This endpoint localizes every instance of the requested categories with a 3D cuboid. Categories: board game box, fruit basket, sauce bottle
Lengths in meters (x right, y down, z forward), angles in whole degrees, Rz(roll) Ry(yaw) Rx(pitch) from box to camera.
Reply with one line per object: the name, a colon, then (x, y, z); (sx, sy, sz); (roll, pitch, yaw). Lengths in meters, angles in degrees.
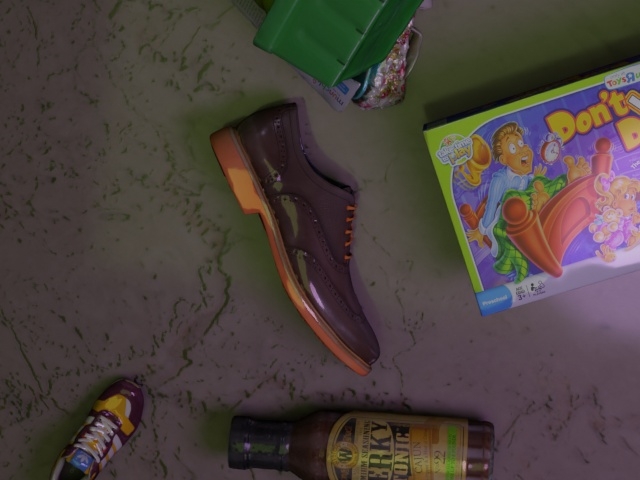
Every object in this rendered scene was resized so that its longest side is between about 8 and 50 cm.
board game box: (0.318, -0.076, 1.477); (0.347, 0.078, 0.233); (-18, 99, 9)
fruit basket: (-0.022, -0.370, 1.443); (0.353, 0.165, 0.327); (52, 139, 16)
sauce bottle: (0.052, 0.278, 1.650); (0.344, 0.111, 0.111); (2, 102, 4)

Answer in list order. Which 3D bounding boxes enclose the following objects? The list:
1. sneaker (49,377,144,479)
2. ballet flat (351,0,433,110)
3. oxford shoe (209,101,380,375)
sneaker: (-0.299, 0.271, 1.692); (0.069, 0.084, 0.185); (32, 103, -2)
ballet flat: (0.094, -0.275, 1.559); (0.077, 0.091, 0.241); (7, 109, -28)
oxford shoe: (0.000, 0.000, 1.592); (0.133, 0.130, 0.363); (-28, 99, 2)
